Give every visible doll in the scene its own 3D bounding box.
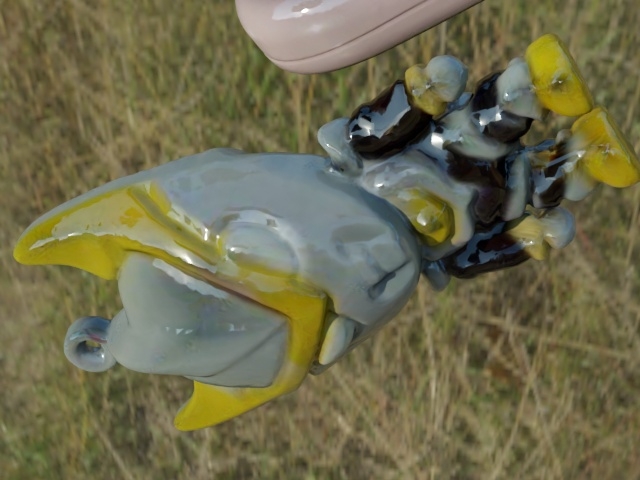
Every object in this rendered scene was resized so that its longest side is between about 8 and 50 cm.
[{"bbox_3d":[0.003,0.004,0.853,0.316,0.145,0.103,-27,57,21],"label":"doll"}]

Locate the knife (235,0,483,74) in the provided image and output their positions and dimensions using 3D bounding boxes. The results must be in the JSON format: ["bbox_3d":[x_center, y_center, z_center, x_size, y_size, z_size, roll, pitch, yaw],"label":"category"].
[{"bbox_3d":[0.117,-0.135,0.583,0.336,0.043,0.081,-18,44,26],"label":"knife"}]
